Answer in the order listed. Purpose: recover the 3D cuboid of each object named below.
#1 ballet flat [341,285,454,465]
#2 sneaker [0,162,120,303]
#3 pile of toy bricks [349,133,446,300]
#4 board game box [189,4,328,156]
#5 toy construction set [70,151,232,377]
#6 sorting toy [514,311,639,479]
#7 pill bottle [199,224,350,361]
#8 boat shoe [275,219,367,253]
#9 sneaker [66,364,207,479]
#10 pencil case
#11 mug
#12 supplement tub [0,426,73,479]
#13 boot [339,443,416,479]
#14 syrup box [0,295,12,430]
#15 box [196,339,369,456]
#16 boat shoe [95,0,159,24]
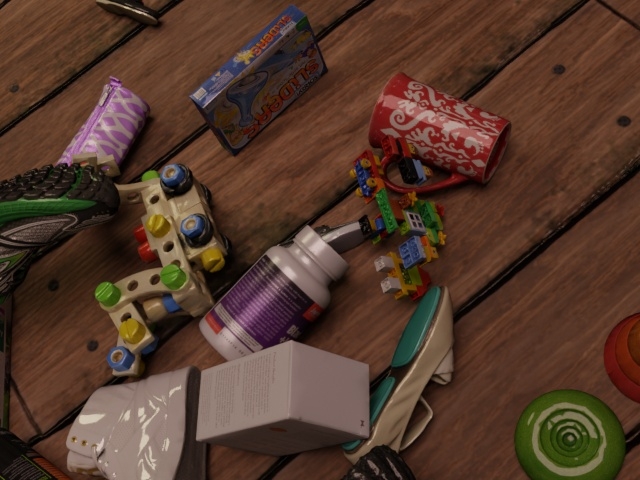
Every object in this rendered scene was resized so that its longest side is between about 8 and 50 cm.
[{"bbox_3d":[0.115,0.176,1.093,0.086,0.086,0.248,26,76,24],"label":"ballet flat"},{"bbox_3d":[-0.410,-0.002,1.173,0.344,0.146,0.134,-17,19,18],"label":"sneaker"},{"bbox_3d":[0.124,-0.034,1.169,0.118,0.105,0.212,-40,54,40],"label":"pile of toy bricks"},{"bbox_3d":[-0.086,-0.232,1.300,0.201,0.136,0.035,-44,62,-7],"label":"board game box"},{"bbox_3d":[-0.247,0.007,1.231,0.215,0.151,0.327,-31,68,6],"label":"toy construction set"},{"bbox_3d":[0.300,0.199,1.000,0.365,0.126,0.127,-41,62,-8],"label":"sorting toy"},{"bbox_3d":[-0.055,0.076,1.148,0.193,0.108,0.108,-46,63,0],"label":"pill bottle"},{"bbox_3d":[0.000,0.000,1.217,0.142,0.049,0.040,-24,61,5],"label":"boat shoe"},{"bbox_3d":[-0.236,0.300,1.096,0.169,0.108,0.292,-12,45,12],"label":"sneaker"},{"bbox_3d":[-0.340,-0.147,1.354,0.086,0.088,0.206,18,72,20],"label":"pencil case"},{"bbox_3d":[0.163,-0.136,1.224,0.169,0.150,0.113,24,37,19],"label":"mug"},{"bbox_3d":[-0.378,0.331,1.119,0.190,0.117,0.117,28,75,25],"label":"supplement tub"},{"bbox_3d":[0.135,0.302,0.890,0.131,0.348,0.260,-19,59,-34],"label":"boot"},{"bbox_3d":[-0.502,0.165,1.243,0.096,0.093,0.236,-12,62,9],"label":"syrup box"},{"bbox_3d":[-0.045,0.193,1.052,0.170,0.130,0.091,-23,55,41],"label":"box"},{"bbox_3d":[-0.321,-0.398,1.489,0.133,0.049,0.042,25,82,28],"label":"boat shoe"}]
